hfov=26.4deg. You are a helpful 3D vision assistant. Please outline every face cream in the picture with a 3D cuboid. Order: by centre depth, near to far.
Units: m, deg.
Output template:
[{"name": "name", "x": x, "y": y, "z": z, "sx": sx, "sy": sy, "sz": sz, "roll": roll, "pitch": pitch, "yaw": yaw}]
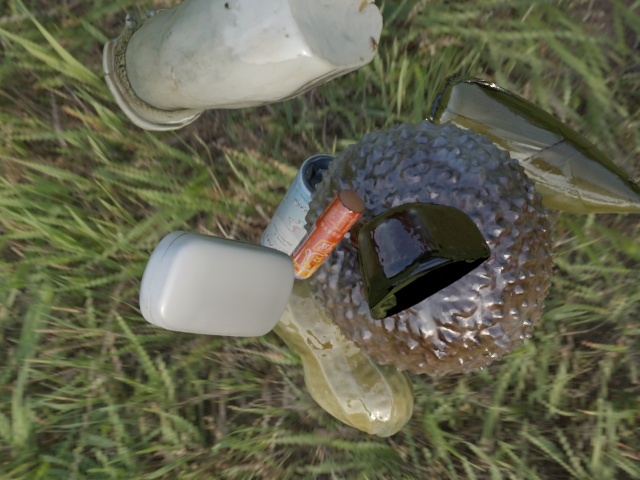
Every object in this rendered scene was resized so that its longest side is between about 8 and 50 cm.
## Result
[{"name": "face cream", "x": -0.025, "y": -0.021, "z": 1.748, "sx": 0.075, "sy": 0.229, "sz": 0.075, "roll": 9, "pitch": 58, "yaw": -15}]

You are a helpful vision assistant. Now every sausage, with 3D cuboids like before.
[{"name": "sausage", "x": 0.000, "y": 0.000, "z": 1.420, "sx": 0.034, "sy": 0.034, "sz": 0.129, "roll": 42, "pitch": 126, "yaw": 5}]

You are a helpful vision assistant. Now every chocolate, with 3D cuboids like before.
[{"name": "chocolate", "x": 0.084, "y": 0.005, "z": 1.242, "sx": 0.125, "sy": 0.148, "sz": 0.080, "roll": -27, "pitch": 75, "yaw": -1}]

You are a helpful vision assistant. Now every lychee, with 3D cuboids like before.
[{"name": "lychee", "x": 0.128, "y": 0.004, "z": 1.528, "sx": 0.300, "sy": 0.300, "sz": 0.300, "roll": 0, "pitch": 83, "yaw": 0}]

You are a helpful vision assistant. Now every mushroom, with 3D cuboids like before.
[{"name": "mushroom", "x": -0.059, "y": -0.107, "z": 0.766, "sx": 0.092, "sy": 0.223, "sz": 0.081, "roll": -36, "pitch": 105, "yaw": -32}]

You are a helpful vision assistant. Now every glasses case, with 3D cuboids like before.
[{"name": "glasses case", "x": -0.077, "y": 0.035, "z": 1.060, "sx": 0.049, "sy": 0.193, "sz": 0.074, "roll": 20, "pitch": 94, "yaw": 25}]

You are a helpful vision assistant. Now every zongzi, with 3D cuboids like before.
[{"name": "zongzi", "x": 0.311, "y": -0.129, "z": 1.914, "sx": 0.260, "sy": 0.289, "sz": 0.123, "roll": 33, "pitch": 86, "yaw": -31}]

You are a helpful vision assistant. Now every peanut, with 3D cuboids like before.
[{"name": "peanut", "x": 0.021, "y": 0.146, "z": 1.880, "sx": 0.130, "sy": 0.130, "sz": 0.290, "roll": -32, "pitch": 93, "yaw": -3}]
